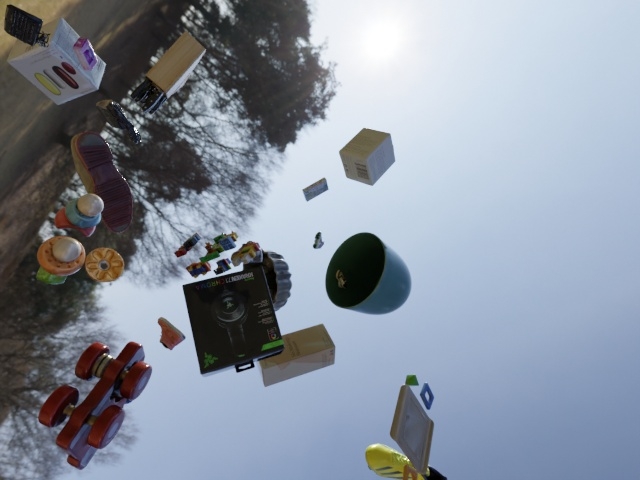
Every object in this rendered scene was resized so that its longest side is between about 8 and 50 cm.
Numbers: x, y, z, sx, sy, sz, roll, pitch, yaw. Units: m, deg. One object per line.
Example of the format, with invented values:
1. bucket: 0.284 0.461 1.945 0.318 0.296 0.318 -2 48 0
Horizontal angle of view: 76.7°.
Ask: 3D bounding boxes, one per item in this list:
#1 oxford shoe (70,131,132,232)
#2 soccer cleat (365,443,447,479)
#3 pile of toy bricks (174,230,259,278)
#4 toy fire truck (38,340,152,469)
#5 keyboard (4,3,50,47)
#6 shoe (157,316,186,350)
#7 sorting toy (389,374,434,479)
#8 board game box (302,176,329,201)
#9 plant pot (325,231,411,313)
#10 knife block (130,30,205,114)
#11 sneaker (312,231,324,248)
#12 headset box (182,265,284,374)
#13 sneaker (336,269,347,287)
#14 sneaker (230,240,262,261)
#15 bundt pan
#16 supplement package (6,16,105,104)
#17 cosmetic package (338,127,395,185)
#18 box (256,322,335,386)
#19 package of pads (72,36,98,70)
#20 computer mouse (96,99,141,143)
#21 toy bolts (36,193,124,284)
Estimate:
1. oxford shoe: -0.748 -0.196 1.387 0.130 0.348 0.123 10 -153 39
2. soccer cleat: 0.266 0.696 1.243 0.121 0.289 0.093 -42 -158 41
3. pile of toy bricks: -0.258 0.015 1.027 0.212 0.118 0.105 -17 -155 28
4. toy fire truck: -0.585 0.438 1.100 0.254 0.169 0.302 111 2 -47
5. keyboard: -0.755 -0.533 1.041 0.192 0.100 0.038 8 -96 51
6. shoe: -0.650 0.390 1.698 0.178 0.063 0.081 24 -128 32
7. sorting toy: 0.270 0.569 1.222 0.047 0.196 0.347 -20 -154 36
8. board game box: -0.028 -0.299 2.381 0.154 0.103 0.026 -30 -118 -7
9. plant pot: 0.203 0.147 1.521 0.293 0.235 0.293 -30 -134 37
10. knife block: -0.546 -0.572 1.418 0.276 0.088 0.242 -34 -156 37
11. sneaker: 0.000 0.000 2.164 0.038 0.069 0.098 33 -70 40
12. headset box: -0.261 0.253 1.220 0.131 0.246 0.283 116 -41 -65
13. sneaker: 0.085 0.148 1.547 0.037 0.083 0.032 15 -136 38
14. sneaker: -0.240 0.035 1.299 0.066 0.188 0.071 -5 -96 9
15. bundt pan: -0.250 0.194 1.962 0.331 0.124 0.330 5 -83 49
16. supplement package: -0.932 -0.633 1.444 0.194 0.203 0.149 -14 -122 14
17. cosmetic package: 0.204 -0.362 1.741 0.151 0.151 0.183 25 -120 36
18. box: -0.107 0.471 1.677 0.311 0.121 0.148 -13 -141 -20
19. package of pads: -0.705 -0.558 1.215 0.083 0.032 0.050 104 -1 -64
20. computer mouse: -0.845 -0.522 1.695 0.272 0.188 0.072 28 -117 38
21. toy bolts: -0.608 -0.007 1.069 0.158 0.218 0.228 -27 -121 39
